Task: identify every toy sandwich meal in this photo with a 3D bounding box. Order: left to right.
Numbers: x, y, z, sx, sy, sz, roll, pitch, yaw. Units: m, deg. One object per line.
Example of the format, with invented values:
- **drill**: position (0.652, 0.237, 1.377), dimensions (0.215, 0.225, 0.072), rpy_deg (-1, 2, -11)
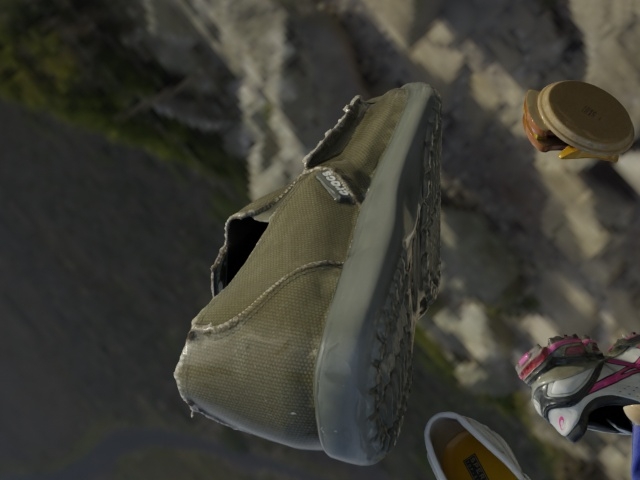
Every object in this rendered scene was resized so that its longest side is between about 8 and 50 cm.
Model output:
- **toy sandwich meal**: position (0.190, -0.085, 1.332), dimensions (0.085, 0.086, 0.029), rpy_deg (42, 135, 18)

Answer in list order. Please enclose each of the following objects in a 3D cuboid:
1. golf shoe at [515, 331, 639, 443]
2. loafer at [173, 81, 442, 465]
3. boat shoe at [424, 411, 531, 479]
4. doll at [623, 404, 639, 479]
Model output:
- **golf shoe**: position (0.236, 0.116, 1.392), dimensions (0.067, 0.186, 0.086), rpy_deg (-54, 51, 43)
- **loafer**: position (0.000, 0.000, 0.727), dimensions (0.087, 0.251, 0.094), rpy_deg (3, 113, 9)
- **boat shoe**: position (0.064, 0.097, 0.618), dimensions (0.035, 0.035, 0.100), rpy_deg (41, -165, -48)
- **doll**: position (0.216, 0.185, 1.040), dimensions (0.046, 0.129, 0.189), rpy_deg (39, -138, -75)
